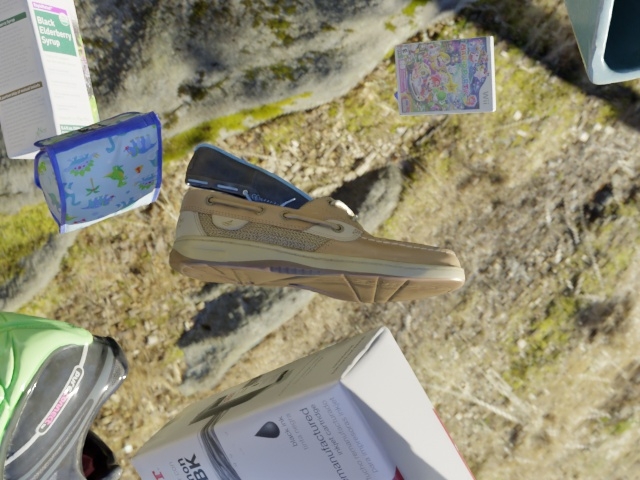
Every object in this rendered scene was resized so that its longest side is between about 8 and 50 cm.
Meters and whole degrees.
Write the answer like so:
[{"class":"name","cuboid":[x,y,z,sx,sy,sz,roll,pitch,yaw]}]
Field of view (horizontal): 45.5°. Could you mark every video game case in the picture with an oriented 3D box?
[{"class":"video game case","cuboid":[0.149,-0.197,0.921,0.011,0.122,0.087,-27,116,-56]}]

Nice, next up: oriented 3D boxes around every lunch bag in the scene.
[{"class":"lunch bag","cuboid":[-0.253,-0.088,0.873,0.129,0.096,0.151,-25,171,-26]}]

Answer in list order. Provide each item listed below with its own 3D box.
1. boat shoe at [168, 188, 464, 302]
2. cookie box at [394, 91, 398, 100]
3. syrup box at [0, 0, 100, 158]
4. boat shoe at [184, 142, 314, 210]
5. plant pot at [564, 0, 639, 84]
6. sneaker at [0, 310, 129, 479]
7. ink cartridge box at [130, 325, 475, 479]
[{"class":"boat shoe","cuboid":[0.000,0.000,0.888,0.341,0.110,0.121,7,161,-2]},{"class":"cookie box","cuboid":[0.195,-0.295,1.402,0.040,0.092,0.107,51,43,-11]},{"class":"syrup box","cuboid":[-0.385,-0.235,1.045,0.093,0.096,0.236,-13,91,-67]},{"class":"boat shoe","cuboid":[-0.111,-0.073,1.294,0.089,0.258,0.109,-62,159,-7]},{"class":"plant pot","cuboid":[0.310,-0.317,0.609,0.248,0.252,0.247,-10,140,3]},{"class":"sneaker","cuboid":[-0.330,0.293,0.839,0.202,0.185,0.482,5,124,-36]},{"class":"ink cartridge box","cuboid":[-0.009,0.113,0.360,0.135,0.099,0.056,-28,-175,31]}]
